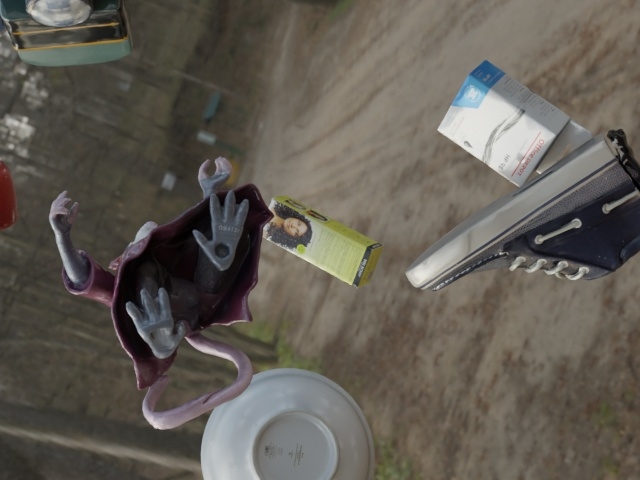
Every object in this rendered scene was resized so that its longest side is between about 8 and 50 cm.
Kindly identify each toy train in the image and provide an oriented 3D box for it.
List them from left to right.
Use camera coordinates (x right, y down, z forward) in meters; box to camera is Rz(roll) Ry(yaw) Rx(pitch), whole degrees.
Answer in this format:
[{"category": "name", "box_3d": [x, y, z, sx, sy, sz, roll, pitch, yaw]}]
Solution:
[{"category": "toy train", "box_3d": [-0.227, -0.309, 0.907, 0.190, 0.142, 0.334, 104, 157, -70]}]

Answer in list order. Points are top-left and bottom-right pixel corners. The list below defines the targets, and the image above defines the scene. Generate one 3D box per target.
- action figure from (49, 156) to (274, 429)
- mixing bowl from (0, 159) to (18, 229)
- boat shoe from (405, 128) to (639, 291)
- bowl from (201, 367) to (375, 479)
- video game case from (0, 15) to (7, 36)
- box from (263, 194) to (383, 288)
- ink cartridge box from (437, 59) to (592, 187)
[{"category": "action figure", "box_3d": [-0.167, 0.045, 1.277, 0.370, 0.248, 0.276, -12, 96, 69]}, {"category": "mixing bowl", "box_3d": [-0.611, -0.100, 1.879, 0.181, 0.181, 0.098, -80, 7, -68]}, {"category": "boat shoe", "box_3d": [0.289, 0.008, 1.420, 0.340, 0.158, 0.127, -34, 4, 16]}, {"category": "bowl", "box_3d": [-0.046, 0.350, 1.760, 0.134, 0.297, 0.298, 119, 171, -75]}, {"category": "video game case", "box_3d": [-0.406, -0.400, 1.420, 0.201, 0.023, 0.183, -68, -19, -44]}, {"category": "box", "box_3d": [0.000, 0.000, 2.067, 0.058, 0.232, 0.087, -19, -48, -62]}, {"category": "ink cartridge box", "box_3d": [0.263, -0.148, 1.461, 0.060, 0.180, 0.104, -42, -16, -47]}]
